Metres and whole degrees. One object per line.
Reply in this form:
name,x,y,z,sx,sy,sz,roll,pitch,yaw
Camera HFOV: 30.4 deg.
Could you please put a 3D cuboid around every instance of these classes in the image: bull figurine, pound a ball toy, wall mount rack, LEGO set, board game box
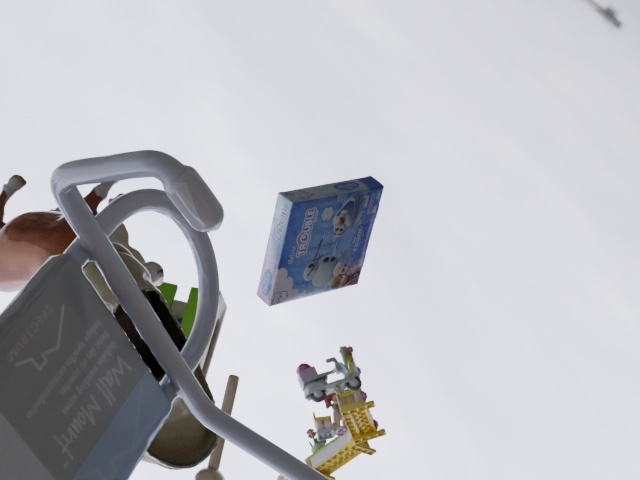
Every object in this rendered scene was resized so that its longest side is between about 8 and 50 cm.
bull figurine,-0.320,0.000,1.467,0.101,0.310,0.188,65,-145,-39
pound a ball toy,-0.211,0.236,1.835,0.208,0.136,0.319,11,-115,8
wall mount rack,-0.079,0.141,0.554,0.350,0.130,0.304,-58,-48,-38
LEGO set,0.012,0.241,1.627,0.132,0.287,0.107,-3,-130,-15
board game box,0.000,0.000,0.886,0.090,0.090,0.020,-12,-142,-37

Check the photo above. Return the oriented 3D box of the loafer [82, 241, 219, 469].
loafer,-0.170,0.131,1.161,0.092,0.102,0.268,32,149,56
